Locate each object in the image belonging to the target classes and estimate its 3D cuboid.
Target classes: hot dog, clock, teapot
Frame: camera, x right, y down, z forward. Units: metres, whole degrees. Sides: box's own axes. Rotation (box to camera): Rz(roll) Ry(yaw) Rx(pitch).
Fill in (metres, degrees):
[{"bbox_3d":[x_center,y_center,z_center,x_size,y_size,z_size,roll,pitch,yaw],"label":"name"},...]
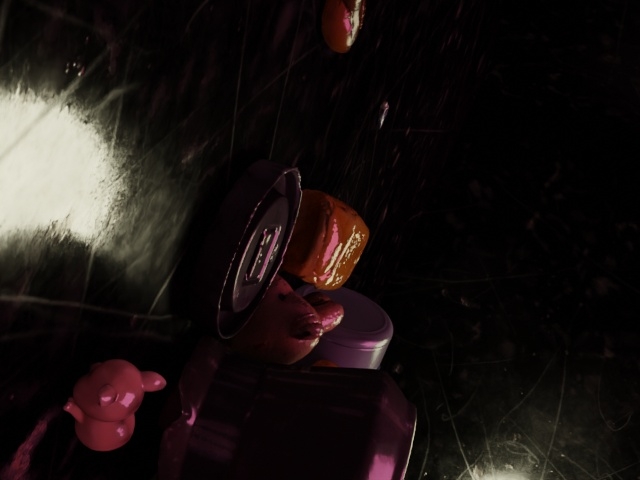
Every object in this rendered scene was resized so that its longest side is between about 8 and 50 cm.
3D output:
[{"bbox_3d":[0.039,-0.339,1.282,0.140,0.060,0.089,92,19,-53],"label":"hot dog"},{"bbox_3d":[-0.110,0.010,1.306,0.280,0.055,0.280,23,90,-79],"label":"clock"},{"bbox_3d":[-0.064,0.309,1.353,0.376,0.362,0.305,105,5,-79],"label":"teapot"}]

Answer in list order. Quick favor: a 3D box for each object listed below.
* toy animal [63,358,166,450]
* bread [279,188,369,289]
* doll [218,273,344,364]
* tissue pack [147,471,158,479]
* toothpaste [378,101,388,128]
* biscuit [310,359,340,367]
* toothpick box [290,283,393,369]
[{"bbox_3d":[-0.239,0.190,0.993,0.083,0.089,0.150,-61,177,-45],"label":"toy animal"},{"bbox_3d":[0.000,0.000,1.615,0.166,0.132,0.294,-61,168,-1],"label":"bread"},{"bbox_3d":[-0.068,0.115,1.529,0.303,0.201,0.156,-48,122,-73],"label":"doll"},{"bbox_3d":[-0.233,0.544,1.427,0.405,0.205,0.331,-37,145,-70],"label":"tissue pack"},{"bbox_3d":[0.142,-0.289,1.986,0.083,0.019,0.027,103,-2,-58],"label":"toothpaste"},{"bbox_3d":[-0.081,0.373,1.760,0.334,0.047,0.202,-44,139,3],"label":"biscuit"},{"bbox_3d":[0.007,0.304,1.930,0.354,0.263,0.263,-70,169,22],"label":"toothpick box"}]
